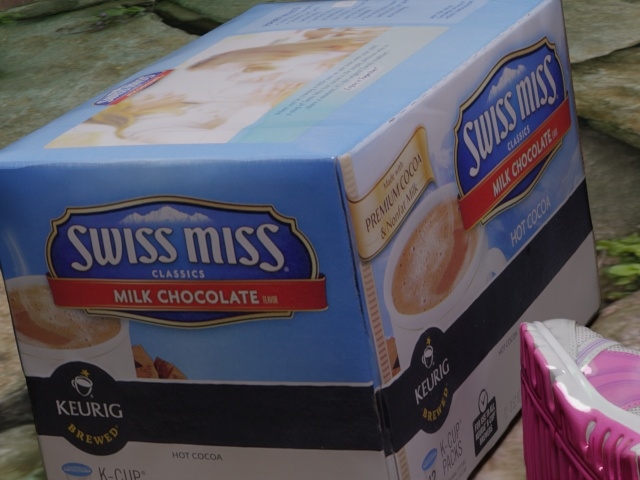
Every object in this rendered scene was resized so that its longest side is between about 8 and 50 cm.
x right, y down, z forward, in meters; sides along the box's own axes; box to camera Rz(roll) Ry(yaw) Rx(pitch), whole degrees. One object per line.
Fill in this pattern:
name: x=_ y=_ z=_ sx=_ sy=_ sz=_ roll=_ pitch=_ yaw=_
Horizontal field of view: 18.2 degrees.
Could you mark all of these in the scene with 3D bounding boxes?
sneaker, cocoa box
sneaker: x=0.179 y=0.108 z=1.012 sx=0.111 sy=0.103 sz=0.252 roll=-11 pitch=25 yaw=-17
cocoa box: x=0.000 y=0.000 z=1.190 sx=0.231 sy=0.228 sz=0.347 roll=0 pitch=21 yaw=27
